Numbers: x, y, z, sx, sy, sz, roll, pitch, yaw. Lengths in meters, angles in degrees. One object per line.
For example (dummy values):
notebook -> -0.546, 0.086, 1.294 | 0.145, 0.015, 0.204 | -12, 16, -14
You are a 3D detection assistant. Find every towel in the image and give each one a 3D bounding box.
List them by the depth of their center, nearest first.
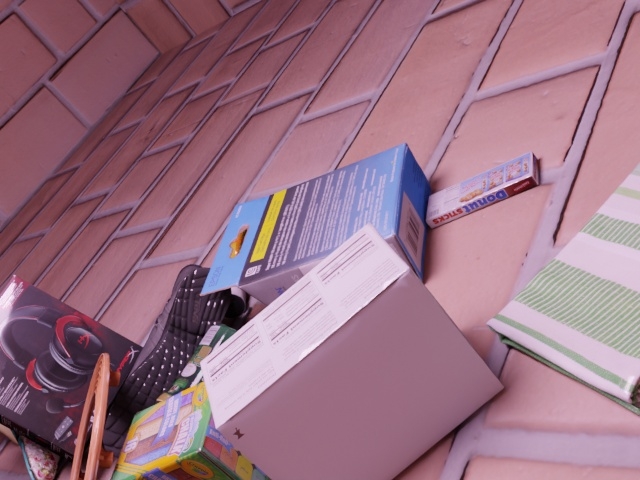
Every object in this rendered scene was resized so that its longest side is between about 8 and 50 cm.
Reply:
towel -> 0.359, 0.020, 0.870 | 0.325, 0.038, 0.248 | -45, 26, -9

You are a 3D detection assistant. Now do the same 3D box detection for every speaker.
speaker -> -0.163, 0.082, 1.443 | 0.055, 0.055, 0.136 | -34, 27, 14

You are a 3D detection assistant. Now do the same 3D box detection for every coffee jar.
coffee jar -> -0.174, 0.224, 1.195 | 0.079, 0.096, 0.184 | -3, 46, 52

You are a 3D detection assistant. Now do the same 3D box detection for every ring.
ring -> -0.331, 0.330, 1.134 | 0.336, 0.032, 0.337 | -169, 90, -71

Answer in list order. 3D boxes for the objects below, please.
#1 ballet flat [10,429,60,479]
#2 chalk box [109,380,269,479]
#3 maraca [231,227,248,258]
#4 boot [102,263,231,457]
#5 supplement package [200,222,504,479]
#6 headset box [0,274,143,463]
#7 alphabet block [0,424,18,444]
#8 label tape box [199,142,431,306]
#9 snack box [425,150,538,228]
ballet flat -> -0.512, 0.368, 1.445 | 0.077, 0.091, 0.241 | -26, 24, -23
chalk box -> -0.144, 0.276, 1.036 | 0.213, 0.132, 0.132 | -28, 29, 26
maraca -> -0.083, 0.015, 1.403 | 0.185, 0.099, 0.127 | -20, 32, -15
boot -> -0.255, 0.200, 1.343 | 0.338, 0.118, 0.222 | -60, 13, -12
supplement package -> 0.033, 0.154, 0.907 | 0.261, 0.204, 0.145 | -39, 25, 2
headset box -> -0.491, 0.218, 1.374 | 0.218, 0.293, 0.110 | -61, 4, -28
alphabet block -> -0.648, 0.269, 1.639 | 0.192, 0.197, 0.193 | -49, 27, -15
label tape box -> 0.000, 0.000, 1.258 | 0.333, 0.106, 0.241 | -18, 33, 25
snack box -> 0.240, -0.075, 1.188 | 0.178, 0.022, 0.064 | -24, 30, 31
